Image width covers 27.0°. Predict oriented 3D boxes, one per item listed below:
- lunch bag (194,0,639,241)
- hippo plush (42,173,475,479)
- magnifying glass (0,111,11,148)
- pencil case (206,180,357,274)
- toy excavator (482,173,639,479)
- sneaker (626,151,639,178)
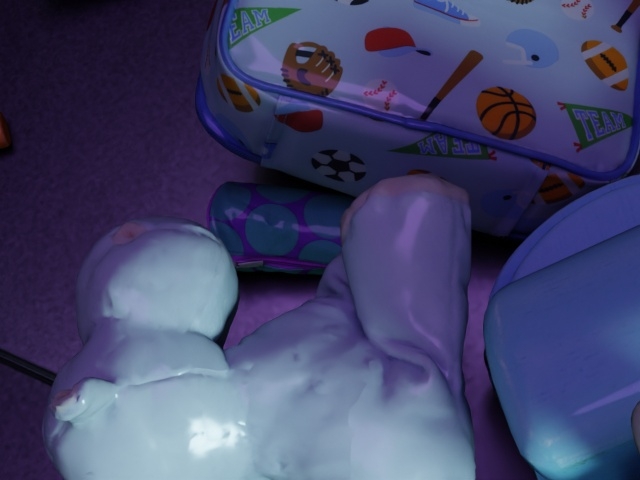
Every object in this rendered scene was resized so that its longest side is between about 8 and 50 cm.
[{"bbox_3d":[0.081,-0.139,0.901,0.303,0.115,0.243,16,60,-6],"label":"lunch bag"},{"bbox_3d":[-0.034,0.102,0.779,0.237,0.234,0.294,0,63,0],"label":"hippo plush"},{"bbox_3d":[-0.350,-0.051,1.018,0.231,0.026,0.092,-17,66,1],"label":"magnifying glass"},{"bbox_3d":[0.000,0.000,0.920,0.152,0.064,0.070,6,56,11],"label":"pencil case"},{"bbox_3d":[0.175,0.106,0.594,0.222,0.445,0.432,-26,53,14],"label":"toy excavator"},{"bbox_3d":[0.274,-0.093,0.828,0.100,0.271,0.108,16,44,-25],"label":"sneaker"}]
